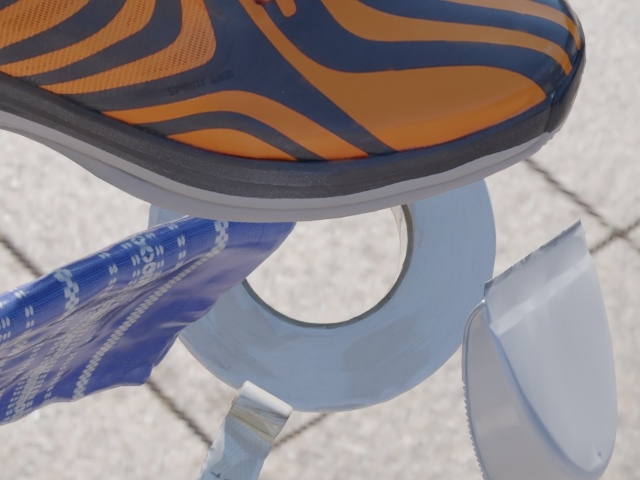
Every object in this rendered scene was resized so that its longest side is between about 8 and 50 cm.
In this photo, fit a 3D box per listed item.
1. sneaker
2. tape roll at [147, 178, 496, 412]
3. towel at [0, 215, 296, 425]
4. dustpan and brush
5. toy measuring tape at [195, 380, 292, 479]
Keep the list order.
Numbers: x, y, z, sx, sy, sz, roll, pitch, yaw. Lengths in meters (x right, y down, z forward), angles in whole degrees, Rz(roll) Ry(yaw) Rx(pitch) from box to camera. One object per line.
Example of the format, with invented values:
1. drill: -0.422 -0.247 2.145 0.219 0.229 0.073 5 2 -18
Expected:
1. sneaker: -0.066 -0.115 0.613 0.321 0.180 0.124 7 47 3
2. tape roll: 0.000 0.000 1.556 0.286 0.100 0.286 0 85 -1
3. towel: -0.179 0.079 0.822 0.336 0.243 0.040 -26 83 -30
4. dustpan and brush: 0.115 0.110 0.969 0.060 0.211 0.147 -13 7 31
5. toy measuring tape: -0.090 0.221 1.085 0.121 0.121 0.330 23 67 10
